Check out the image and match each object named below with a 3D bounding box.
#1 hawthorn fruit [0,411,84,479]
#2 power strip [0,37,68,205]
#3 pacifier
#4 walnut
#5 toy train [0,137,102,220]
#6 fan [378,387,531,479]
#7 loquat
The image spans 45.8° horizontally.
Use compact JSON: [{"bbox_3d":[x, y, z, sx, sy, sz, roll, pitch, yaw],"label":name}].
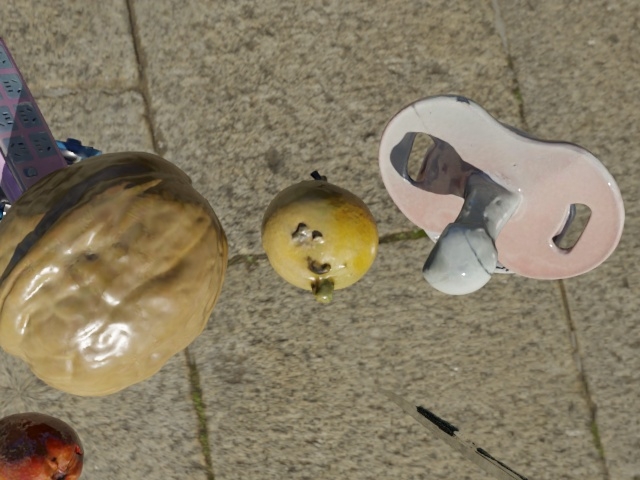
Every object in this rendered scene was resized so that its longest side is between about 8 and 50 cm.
[{"bbox_3d":[-0.522,0.399,1.368,0.179,0.173,0.173,-3,78,14],"label":"hawthorn fruit"},{"bbox_3d":[-0.439,-0.165,1.064,0.278,0.038,0.109,63,28,-3],"label":"power strip"},{"bbox_3d":[0.214,-0.050,0.973,0.332,0.273,0.220,27,104,14],"label":"pacifier"},{"bbox_3d":[-0.271,0.037,0.964,0.313,0.252,0.277,-40,105,-13],"label":"walnut"},{"bbox_3d":[-0.519,-0.101,1.354,0.301,0.265,0.187,10,88,-16],"label":"toy train"},{"bbox_3d":[0.158,0.190,0.606,0.310,0.182,0.010,36,87,-45],"label":"fan"},{"bbox_3d":[0.000,0.000,1.090,0.172,0.149,0.204,21,44,-26],"label":"loquat"}]
